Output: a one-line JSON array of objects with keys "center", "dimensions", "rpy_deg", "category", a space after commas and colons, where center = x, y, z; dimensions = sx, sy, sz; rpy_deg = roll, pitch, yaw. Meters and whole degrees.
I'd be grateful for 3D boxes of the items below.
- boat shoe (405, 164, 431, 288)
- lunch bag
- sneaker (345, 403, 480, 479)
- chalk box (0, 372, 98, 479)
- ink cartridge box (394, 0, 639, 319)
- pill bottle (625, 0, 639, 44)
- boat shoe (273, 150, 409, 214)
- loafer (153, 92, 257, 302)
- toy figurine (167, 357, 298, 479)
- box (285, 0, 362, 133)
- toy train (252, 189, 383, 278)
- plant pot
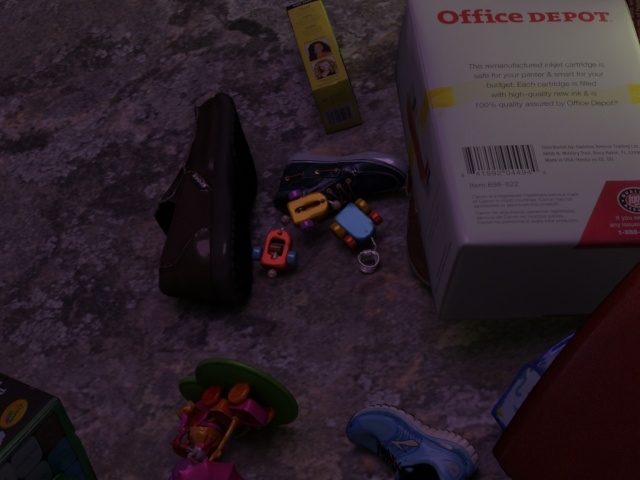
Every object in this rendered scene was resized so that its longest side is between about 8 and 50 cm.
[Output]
[{"center": [0.158, -0.067, 2.086], "dimensions": [0.123, 0.116, 0.324], "rpy_deg": [-10, 40, 8], "category": "boat shoe"}, {"center": [0.276, 0.186, 1.783], "dimensions": [0.151, 0.096, 0.129], "rpy_deg": [-36, 44, 1], "category": "lunch bag"}, {"center": [0.092, 0.234, 1.810], "dimensions": [0.162, 0.063, 0.073], "rpy_deg": [16, 53, 33], "category": "sneaker"}, {"center": [-0.376, 0.270, 1.846], "dimensions": [0.289, 0.179, 0.180], "rpy_deg": [19, 51, 34], "category": "chalk box"}, {"center": [0.254, -0.108, 1.948], "dimensions": [0.279, 0.160, 0.385], "rpy_deg": [-1, 55, -9], "category": "ink cartridge box"}, {"center": [0.338, -0.360, 2.148], "dimensions": [0.392, 0.224, 0.224], "rpy_deg": [3, 44, 17], "category": "pill bottle"}, {"center": [0.029, -0.068, 2.183], "dimensions": [0.183, 0.065, 0.083], "rpy_deg": [2, 51, 26], "category": "boat shoe"}, {"center": [-0.163, -0.063, 2.181], "dimensions": [0.130, 0.134, 0.366], "rpy_deg": [-10, 40, 8], "category": "loafer"}, {"center": [-0.129, 0.236, 1.864], "dimensions": [0.173, 0.130, 0.159], "rpy_deg": [-9, 45, 44], "category": "toy figurine"}, {"center": [0.004, -0.258, 2.385], "dimensions": [0.058, 0.087, 0.232], "rpy_deg": [-19, 41, 2], "category": "box"}, {"center": [0.000, 0.000, 2.127], "dimensions": [0.166, 0.046, 0.125], "rpy_deg": [4, 70, 9], "category": "toy train"}, {"center": [0.320, 0.210, 1.576], "dimensions": [0.235, 0.267, 0.267], "rpy_deg": [-40, 71, 3], "category": "plant pot"}]
